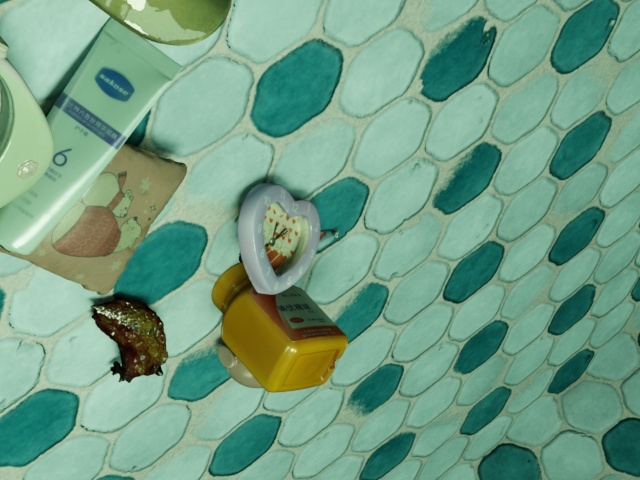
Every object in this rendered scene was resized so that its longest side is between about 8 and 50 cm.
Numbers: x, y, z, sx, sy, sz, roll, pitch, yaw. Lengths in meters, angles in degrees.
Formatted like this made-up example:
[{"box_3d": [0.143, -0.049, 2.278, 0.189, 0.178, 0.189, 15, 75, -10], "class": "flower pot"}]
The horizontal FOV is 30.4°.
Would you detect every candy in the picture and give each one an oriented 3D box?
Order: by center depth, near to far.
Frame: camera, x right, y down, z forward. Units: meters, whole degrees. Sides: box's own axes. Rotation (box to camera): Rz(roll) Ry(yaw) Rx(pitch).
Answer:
[{"box_3d": [0.000, -0.001, 2.073, 0.083, 0.020, 0.030, -27, 147, -29], "class": "candy"}]

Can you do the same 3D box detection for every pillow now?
[{"box_3d": [-0.315, -0.046, 1.604, 0.236, 0.084, 0.223, -54, 139, 4], "class": "pillow"}]

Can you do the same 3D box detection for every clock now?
[{"box_3d": [-0.457, -0.142, 1.319, 0.265, 0.108, 0.324, -32, 145, -18], "class": "clock"}, {"box_3d": [-0.080, 0.002, 1.915, 0.198, 0.064, 0.172, 25, 75, -56], "class": "clock"}]

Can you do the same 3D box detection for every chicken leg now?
[{"box_3d": [-0.297, 0.156, 1.880, 0.105, 0.063, 0.234, -36, 145, -23], "class": "chicken leg"}]

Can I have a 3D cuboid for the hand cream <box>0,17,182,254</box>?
[{"box_3d": [-0.311, -0.122, 1.493, 0.320, 0.109, 0.067, -54, -177, 2], "class": "hand cream"}]

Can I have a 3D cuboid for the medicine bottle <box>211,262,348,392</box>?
[{"box_3d": [-0.079, 0.140, 1.953, 0.149, 0.222, 0.112, -1, 128, -47], "class": "medicine bottle"}]

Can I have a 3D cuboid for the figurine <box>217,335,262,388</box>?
[{"box_3d": [-0.110, 0.202, 2.092, 0.125, 0.125, 0.138, -55, 157, 16], "class": "figurine"}]

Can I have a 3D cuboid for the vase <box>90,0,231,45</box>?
[{"box_3d": [-0.224, -0.383, 1.245, 0.329, 0.241, 0.302, 6, 142, -18], "class": "vase"}]
